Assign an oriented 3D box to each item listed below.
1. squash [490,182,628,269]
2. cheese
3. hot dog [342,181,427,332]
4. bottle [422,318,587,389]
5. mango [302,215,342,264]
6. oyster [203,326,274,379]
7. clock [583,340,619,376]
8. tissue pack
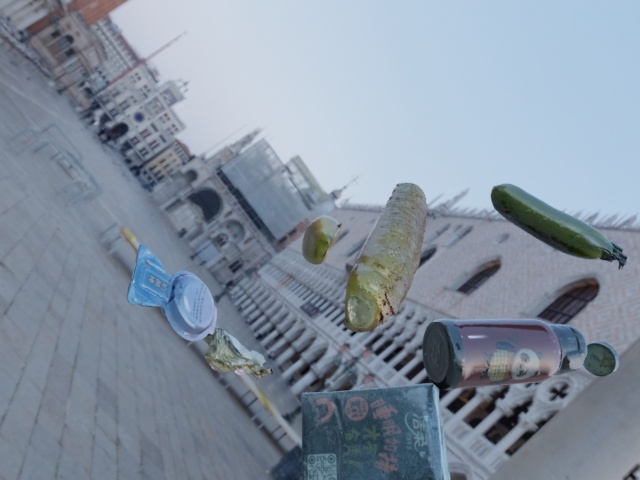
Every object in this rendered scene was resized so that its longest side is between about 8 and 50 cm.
[{"bbox_3d":[0.520,-0.031,1.231,0.331,0.087,0.087,35,-17,32],"label":"squash"},{"bbox_3d":[-0.271,0.110,1.052,0.244,0.052,0.135,47,36,-49],"label":"cheese"},{"bbox_3d":[0.087,0.008,0.655,0.068,0.289,0.083,17,-59,12],"label":"hot dog"},{"bbox_3d":[0.394,0.229,1.166,0.144,0.336,0.144,179,-90,-76],"label":"bottle"},{"bbox_3d":[0.000,0.000,1.105,0.066,0.101,0.187,27,7,-6],"label":"mango"},{"bbox_3d":[-0.196,0.240,1.185,0.191,0.081,0.163,40,-1,27],"label":"oyster"},{"bbox_3d":[0.669,0.284,1.328,0.085,0.017,0.085,4,-85,49],"label":"clock"},{"bbox_3d":[0.113,0.443,1.215,0.103,0.316,0.228,52,33,-59],"label":"tissue pack"}]
